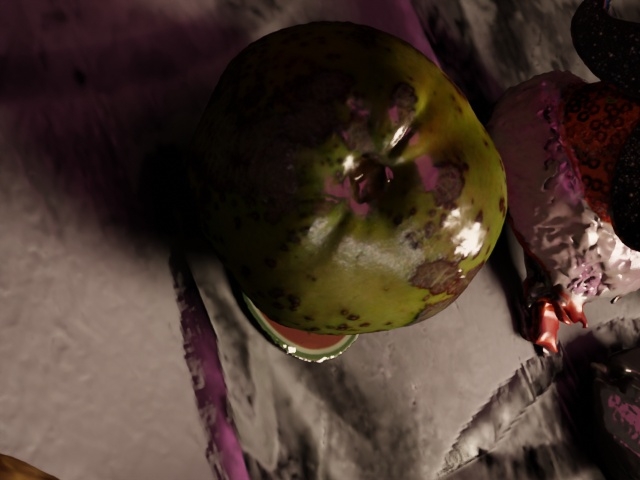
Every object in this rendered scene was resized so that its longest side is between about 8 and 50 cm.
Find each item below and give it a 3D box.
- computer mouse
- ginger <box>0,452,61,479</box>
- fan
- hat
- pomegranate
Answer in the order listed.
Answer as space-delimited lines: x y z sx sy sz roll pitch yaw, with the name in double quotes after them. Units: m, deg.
0.208 0.125 0.927 0.172 0.057 0.099 49 50 -18 "computer mouse"
-0.128 0.115 0.487 0.267 0.138 0.152 38 21 -29 "ginger"
0.000 0.000 0.797 0.085 0.005 0.133 49 43 -17 "fan"
0.186 -0.050 0.864 0.129 0.227 0.140 38 41 -31 "hat"
0.018 -0.037 0.735 0.138 0.125 0.163 39 45 -8 "pomegranate"
